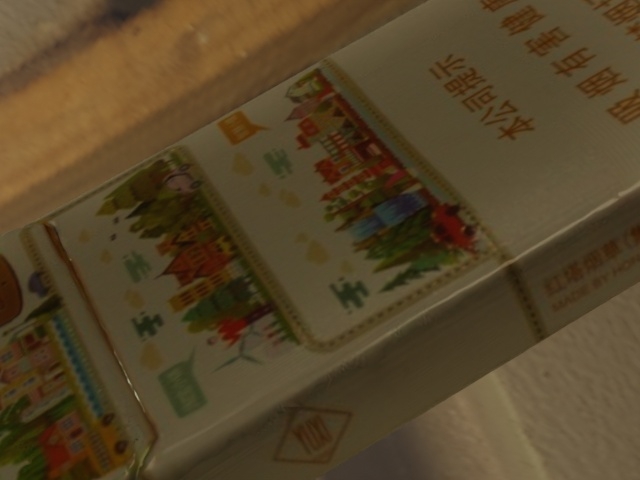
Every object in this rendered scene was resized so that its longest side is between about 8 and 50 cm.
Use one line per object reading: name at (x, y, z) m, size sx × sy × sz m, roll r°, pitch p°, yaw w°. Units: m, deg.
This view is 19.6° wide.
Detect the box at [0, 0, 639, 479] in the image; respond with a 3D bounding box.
box at (0.000, 0.001, 0.433) m, size 0.220 × 0.032 × 0.122 m, roll -31°, pitch -146°, yaw -4°
